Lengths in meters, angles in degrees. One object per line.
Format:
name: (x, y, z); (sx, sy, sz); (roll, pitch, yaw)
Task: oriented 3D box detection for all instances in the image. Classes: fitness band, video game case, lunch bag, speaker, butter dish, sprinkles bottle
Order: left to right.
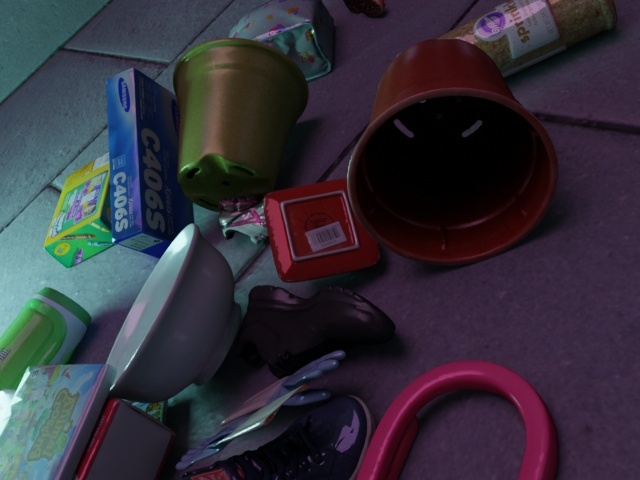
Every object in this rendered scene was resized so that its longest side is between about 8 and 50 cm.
speaker: (-0.562, 0.236, 1.338); (0.131, 0.131, 0.296); (6, 55, 43)
video game case: (-0.387, 0.270, 0.986); (0.193, 0.023, 0.212); (-8, 51, 35)
video game case: (-0.278, 0.298, 1.112); (0.087, 0.011, 0.122); (-25, 39, 16)
lunch bag: (-0.109, -0.459, 1.671); (0.262, 0.160, 0.223); (-17, 42, 17)
butter dish: (0.000, 0.000, 1.135); (0.160, 0.118, 0.160); (-11, 65, -5)
fitness band: (0.143, 0.265, 0.784); (0.209, 0.054, 0.291); (0, 52, 39)
sprinkles bottle: (0.310, -0.340, 1.227); (0.355, 0.121, 0.121); (-23, 39, 19)

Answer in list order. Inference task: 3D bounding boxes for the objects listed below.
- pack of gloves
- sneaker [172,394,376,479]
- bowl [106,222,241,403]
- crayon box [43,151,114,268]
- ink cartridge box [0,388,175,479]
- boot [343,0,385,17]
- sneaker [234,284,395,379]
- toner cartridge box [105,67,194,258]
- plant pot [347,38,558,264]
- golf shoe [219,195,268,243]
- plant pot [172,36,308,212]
pack of gloves: (-0.067, 0.226, 0.911); (0.232, 0.046, 0.195); (-36, -1, 40)
sneaker: (-0.089, 0.300, 0.859); (0.350, 0.148, 0.131); (-43, 37, -6)
bowl: (-0.214, 0.133, 1.109); (0.298, 0.134, 0.298); (-52, 18, 25)
crayon box: (-0.534, -0.081, 1.685); (0.165, 0.081, 0.278); (-25, 39, 17)
ink cartridge box: (-0.389, 0.347, 1.041); (0.306, 0.131, 0.226); (-6, 53, 39)
boot: (0.121, -0.575, 1.688); (0.084, 0.059, 0.158); (-36, 35, -6)
sneaker: (-0.014, 0.139, 1.022); (0.286, 0.109, 0.130); (-7, 53, 48)
toner cartridge box: (-0.332, -0.146, 1.406); (0.075, 0.165, 0.348); (-17, 68, 22)
plant pot: (0.179, -0.151, 1.040); (0.272, 0.272, 0.265); (-22, 32, 20)
golf shoe: (-0.096, -0.037, 1.302); (0.186, 0.086, 0.067); (2, 9, 24)
plant pot: (-0.170, -0.202, 1.391); (0.276, 0.276, 0.254); (-15, 53, 28)
